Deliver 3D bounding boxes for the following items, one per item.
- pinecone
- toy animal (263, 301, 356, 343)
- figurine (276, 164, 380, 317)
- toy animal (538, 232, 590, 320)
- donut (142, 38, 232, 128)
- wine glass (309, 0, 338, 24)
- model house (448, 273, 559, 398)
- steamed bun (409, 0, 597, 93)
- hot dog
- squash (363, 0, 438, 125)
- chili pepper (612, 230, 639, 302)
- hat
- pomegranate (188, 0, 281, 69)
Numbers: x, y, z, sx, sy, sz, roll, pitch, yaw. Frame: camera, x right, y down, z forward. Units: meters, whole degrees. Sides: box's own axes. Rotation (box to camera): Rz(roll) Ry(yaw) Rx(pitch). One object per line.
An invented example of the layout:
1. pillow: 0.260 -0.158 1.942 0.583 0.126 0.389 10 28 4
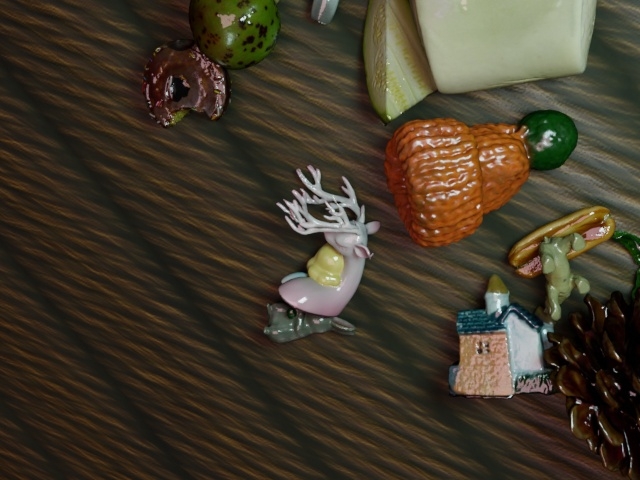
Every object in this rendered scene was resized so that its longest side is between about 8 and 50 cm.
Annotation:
1. pinecone: 0.665 0.274 1.363 0.397 0.398 0.398 4 105 16
2. toy animal: -0.032 0.208 1.724 0.236 0.138 0.108 -4 63 -5
3. figurine: 0.003 0.006 1.602 0.284 0.206 0.316 30 106 -4
4. toy animal: 0.522 0.079 1.459 0.103 0.101 0.219 -20 113 -4
5. donut: -0.328 -0.386 1.646 0.230 0.096 0.216 -17 96 20
6. wine glass: 0.030 -0.595 1.504 0.066 0.066 0.198 23 112 10
7. model house: 0.433 0.223 1.556 0.253 0.184 0.291 -4 89 24
8. steamed bun: 0.350 -0.531 1.299 0.371 0.290 0.456 -3 103 20
9. hot dog: 0.541 -0.001 1.502 0.249 0.068 0.100 -31 107 24
10. squash: 0.133 -0.421 1.479 0.203 0.111 0.289 -36 100 -23
11. chili pepper: 0.712 0.056 1.476 0.073 0.050 0.182 -17 97 27
12. hat: 0.347 -0.167 1.466 0.400 0.285 0.285 -19 99 -11
13. pomegranate: -0.170 -0.525 1.490 0.231 0.231 0.286 45 113 1
